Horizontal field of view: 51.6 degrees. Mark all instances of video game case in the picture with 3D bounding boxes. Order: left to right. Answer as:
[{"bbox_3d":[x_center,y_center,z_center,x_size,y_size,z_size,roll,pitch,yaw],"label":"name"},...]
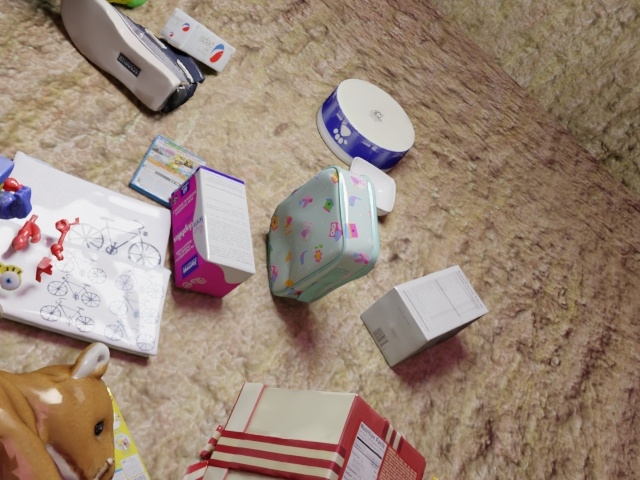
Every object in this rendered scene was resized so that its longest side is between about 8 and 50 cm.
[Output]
[{"bbox_3d":[-0.316,-0.141,1.388,0.119,0.015,0.166,29,43,-16],"label":"video game case"}]

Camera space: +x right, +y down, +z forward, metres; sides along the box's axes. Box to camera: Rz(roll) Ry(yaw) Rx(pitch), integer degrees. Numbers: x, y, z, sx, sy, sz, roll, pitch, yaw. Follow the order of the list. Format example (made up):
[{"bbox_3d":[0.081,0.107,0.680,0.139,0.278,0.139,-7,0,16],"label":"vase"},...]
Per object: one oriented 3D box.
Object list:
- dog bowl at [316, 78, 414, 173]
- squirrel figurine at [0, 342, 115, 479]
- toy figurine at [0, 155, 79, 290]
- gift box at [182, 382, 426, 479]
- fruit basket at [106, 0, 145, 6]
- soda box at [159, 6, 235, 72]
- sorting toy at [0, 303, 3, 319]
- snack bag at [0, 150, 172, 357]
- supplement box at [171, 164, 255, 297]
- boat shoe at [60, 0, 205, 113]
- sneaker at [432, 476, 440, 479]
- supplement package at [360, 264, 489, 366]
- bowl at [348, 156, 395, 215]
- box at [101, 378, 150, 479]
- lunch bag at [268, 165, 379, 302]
[{"bbox_3d":[0.126,-0.313,1.823,0.265,0.104,0.264,22,46,-24],"label":"dog bowl"},{"bbox_3d":[-0.402,0.179,0.705,0.397,0.281,0.370,44,18,15],"label":"squirrel figurine"},{"bbox_3d":[-0.539,-0.110,0.992,0.363,0.217,0.191,29,46,-5],"label":"toy figurine"},{"bbox_3d":[-0.039,0.373,0.961,0.255,0.258,0.276,53,49,-31],"label":"gift box"},{"bbox_3d":[-0.514,-0.637,1.455,0.392,0.392,0.282,30,51,-16],"label":"fruit basket"},{"bbox_3d":[-0.284,-0.467,1.562,0.069,0.074,0.216,38,9,14],"label":"soda box"},{"bbox_3d":[-0.521,0.068,0.822,0.229,0.307,0.041,17,59,-29],"label":"sorting toy"},{"bbox_3d":[-0.415,0.017,1.160,0.323,0.037,0.342,22,45,-23],"label":"snack bag"},{"bbox_3d":[-0.210,-0.016,1.281,0.114,0.111,0.220,18,47,-40],"label":"supplement box"},{"bbox_3d":[-0.414,-0.429,1.486,0.340,0.127,0.158,47,29,-2],"label":"boat shoe"},{"bbox_3d":[0.155,0.491,1.208,0.225,0.088,0.092,3,35,-38],"label":"sneaker"},{"bbox_3d":[0.237,0.165,1.491,0.244,0.134,0.139,-13,65,-44],"label":"supplement package"},{"bbox_3d":[0.121,-0.130,1.706,0.142,0.053,0.142,30,42,-16],"label":"bowl"},{"bbox_3d":[-0.339,0.299,0.981,0.105,0.043,0.179,-13,69,-44],"label":"box"},{"bbox_3d":[0.000,0.000,1.332,0.108,0.279,0.223,10,62,-33],"label":"lunch bag"}]
